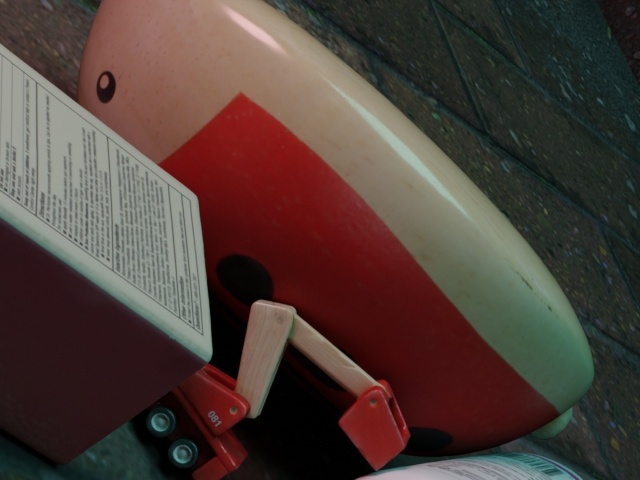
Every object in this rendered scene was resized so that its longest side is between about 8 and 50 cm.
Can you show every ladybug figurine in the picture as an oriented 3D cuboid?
[{"bbox_3d":[0.000,0.000,1.262,0.449,0.162,0.305,42,-10,-9],"label":"ladybug figurine"}]

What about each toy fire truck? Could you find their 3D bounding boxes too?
[{"bbox_3d":[-0.047,0.084,1.152,0.192,0.135,0.047,54,9,1],"label":"toy fire truck"}]

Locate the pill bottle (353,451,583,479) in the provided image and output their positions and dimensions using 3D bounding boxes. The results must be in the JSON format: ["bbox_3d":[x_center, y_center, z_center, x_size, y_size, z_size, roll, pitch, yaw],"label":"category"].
[{"bbox_3d":[0.078,0.224,1.175,0.283,0.160,0.160,5,52,-61],"label":"pill bottle"}]

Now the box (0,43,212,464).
[{"bbox_3d":[-0.186,-0.006,1.023,0.232,0.127,0.148,38,27,-33],"label":"box"}]
